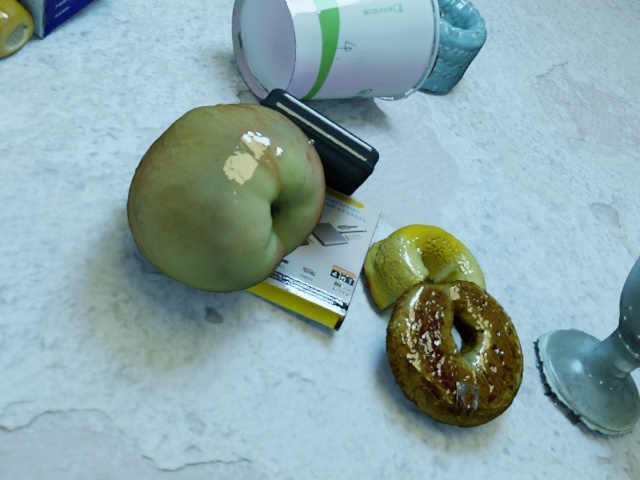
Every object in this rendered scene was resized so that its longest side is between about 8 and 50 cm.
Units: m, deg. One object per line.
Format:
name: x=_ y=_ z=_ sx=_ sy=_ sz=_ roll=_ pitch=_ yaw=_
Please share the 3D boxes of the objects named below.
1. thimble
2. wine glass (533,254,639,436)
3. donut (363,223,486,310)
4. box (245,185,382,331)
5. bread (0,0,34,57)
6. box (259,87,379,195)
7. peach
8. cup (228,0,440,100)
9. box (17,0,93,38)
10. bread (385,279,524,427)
thimble: x=0.224 y=-0.424 z=1.335 sx=0.198 sy=0.143 sz=0.235 roll=11 pitch=44 yaw=-24
wine glass: x=0.449 y=0.091 z=0.823 sx=0.190 sy=0.357 sz=0.190 roll=19 pitch=44 yaw=-19
donut: x=0.148 y=0.039 z=0.897 sx=0.181 sy=0.078 sz=0.146 roll=16 pitch=47 yaw=-20
box: x=0.000 y=0.000 z=0.862 sx=0.129 sy=0.033 sz=0.247 roll=23 pitch=42 yaw=0
bread: x=-0.494 y=-0.329 z=0.849 sx=0.239 sy=0.074 sz=0.093 roll=31 pitch=46 yaw=-2
box: x=-0.006 y=-0.123 z=0.873 sx=0.160 sy=0.050 sz=0.230 roll=33 pitch=-2 yaw=-1
peach: x=-0.117 y=-0.054 z=0.720 sx=0.232 sy=0.232 sz=0.232 roll=17 pitch=44 yaw=-17
cup: x=0.015 y=-0.334 z=1.064 sx=0.274 sy=0.253 sz=0.253 roll=-18 pitch=61 yaw=-32
box: x=-0.434 y=-0.461 z=0.917 sx=0.299 sy=0.106 sz=0.200 roll=40 pitch=59 yaw=-6
bread: x=0.163 y=0.135 z=0.794 sx=0.193 sy=0.064 sz=0.193 roll=10 pitch=65 yaw=-22
